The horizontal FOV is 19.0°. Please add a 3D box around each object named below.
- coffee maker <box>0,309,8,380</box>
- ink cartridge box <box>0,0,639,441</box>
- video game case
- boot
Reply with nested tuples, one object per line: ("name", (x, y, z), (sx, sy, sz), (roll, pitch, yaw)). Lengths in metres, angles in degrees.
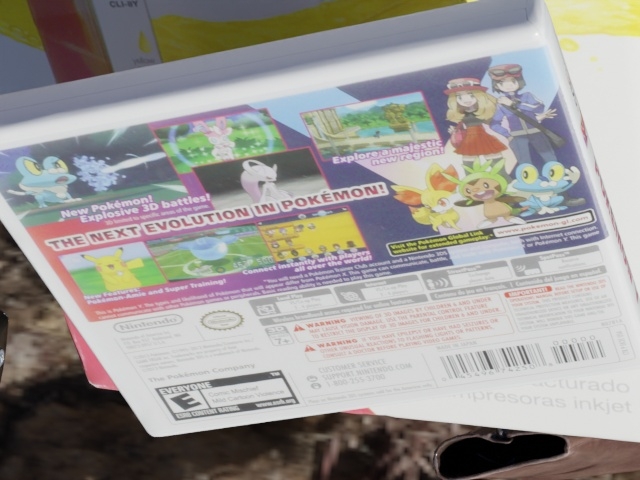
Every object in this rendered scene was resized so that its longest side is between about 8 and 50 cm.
("coffee maker", (-0.240, 0.090, 0.965), (0.120, 0.178, 0.171), (34, 114, -6))
("ink cartridge box", (0.008, -0.114, 0.752), (0.160, 0.279, 0.384), (-66, 153, -43))
("video game case", (0.000, 0.000, 0.669), (0.183, 0.201, 0.023), (63, 23, -47))
("boot", (0.235, 0.155, 1.518), (0.207, 0.248, 0.090), (-8, 87, -62))
